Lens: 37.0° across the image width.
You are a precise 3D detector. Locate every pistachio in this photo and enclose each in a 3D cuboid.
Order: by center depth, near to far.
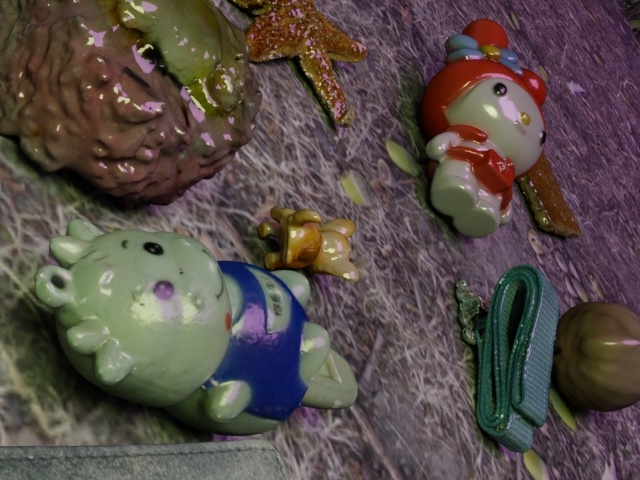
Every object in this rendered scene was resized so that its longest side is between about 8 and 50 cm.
[{"bbox_3d":[0.318,0.129,1.056,0.185,0.124,0.124,17,50,-53],"label":"pistachio"}]

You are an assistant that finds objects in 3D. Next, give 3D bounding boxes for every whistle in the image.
[{"bbox_3d":[-0.056,0.054,0.533,0.244,0.092,0.110,26,32,-45],"label":"whistle"}]

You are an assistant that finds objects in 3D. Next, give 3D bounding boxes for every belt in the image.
[{"bbox_3d":[0.170,0.110,0.899,0.065,0.100,0.179,41,48,-34],"label":"belt"}]

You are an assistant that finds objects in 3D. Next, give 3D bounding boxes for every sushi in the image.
[{"bbox_3d":[-0.122,-0.138,0.603,0.161,0.107,0.241,20,46,-56],"label":"sushi"}]

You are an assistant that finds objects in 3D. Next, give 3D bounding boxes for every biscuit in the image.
[{"bbox_3d":[0.295,-0.113,1.360,0.131,0.026,0.237,12,52,-57],"label":"biscuit"}]

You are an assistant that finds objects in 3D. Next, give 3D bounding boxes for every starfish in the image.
[{"bbox_3d":[-0.035,-0.213,0.890,0.227,0.043,0.240,-8,68,-62],"label":"starfish"}]

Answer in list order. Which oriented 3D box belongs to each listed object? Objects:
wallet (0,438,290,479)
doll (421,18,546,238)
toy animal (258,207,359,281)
[{"bbox_3d":[-0.074,0.172,0.447,0.222,0.036,0.167,16,50,-53],"label":"wallet"},{"bbox_3d":[0.184,-0.135,1.080,0.161,0.130,0.290,39,47,-24],"label":"doll"},{"bbox_3d":[0.000,0.000,0.707,0.083,0.081,0.060,7,52,-33],"label":"toy animal"}]
